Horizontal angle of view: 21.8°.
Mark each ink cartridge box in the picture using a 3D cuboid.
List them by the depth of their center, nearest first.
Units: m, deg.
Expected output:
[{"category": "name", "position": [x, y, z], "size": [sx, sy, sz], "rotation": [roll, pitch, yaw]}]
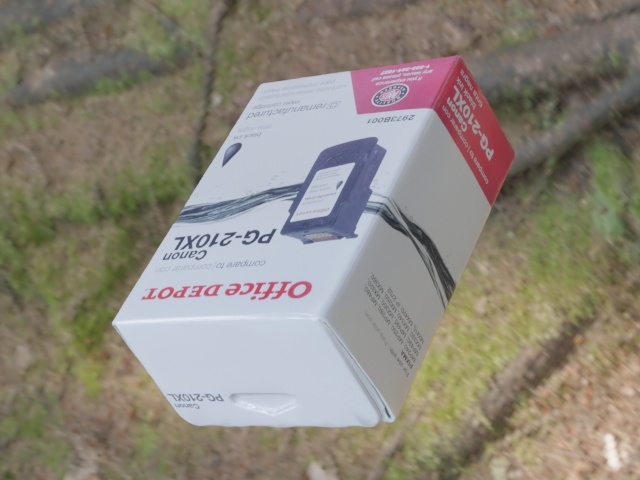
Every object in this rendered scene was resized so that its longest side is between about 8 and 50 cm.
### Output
[{"category": "ink cartridge box", "position": [0.000, 0.000, 1.083], "size": [0.172, 0.100, 0.237], "rotation": [-4, 43, 37]}]
